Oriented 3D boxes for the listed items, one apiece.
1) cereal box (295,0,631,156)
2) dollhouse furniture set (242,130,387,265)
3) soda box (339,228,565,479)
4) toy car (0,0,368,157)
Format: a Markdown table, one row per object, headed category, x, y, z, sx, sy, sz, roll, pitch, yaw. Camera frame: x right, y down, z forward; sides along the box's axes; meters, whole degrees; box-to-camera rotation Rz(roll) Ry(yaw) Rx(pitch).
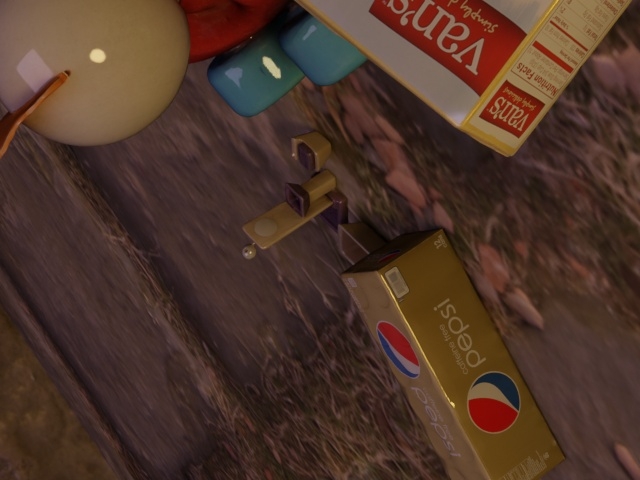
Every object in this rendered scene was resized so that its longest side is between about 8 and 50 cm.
| category | x | y | z | sx | sy | sz | roll | pitch | yaw |
| --- | --- | --- | --- | --- | --- | --- | --- | --- | --- |
| cereal box | 0.069 | -0.172 | 0.487 | 0.173 | 0.240 | 0.047 | 44 | -166 | 31 |
| dollhouse furniture set | 0.000 | 0.000 | 1.029 | 0.114 | 0.081 | 0.091 | 44 | 154 | 30 |
| soda box | 0.088 | 0.085 | 0.991 | 0.181 | 0.058 | 0.061 | 62 | 157 | -9 |
| toy car | -0.120 | -0.126 | 0.839 | 0.219 | 0.238 | 0.210 | 48 | 156 | -15 |
